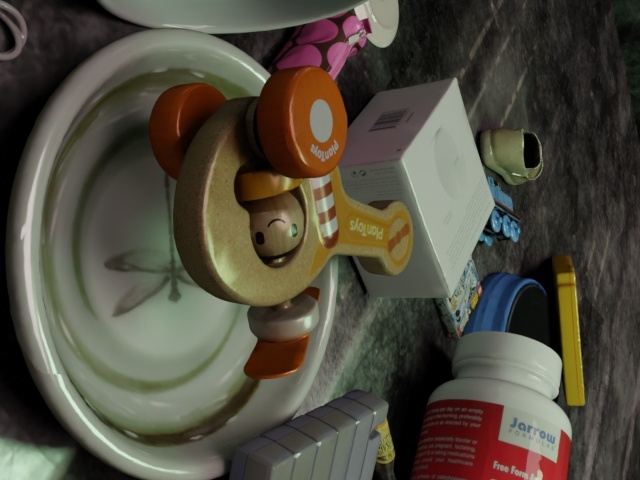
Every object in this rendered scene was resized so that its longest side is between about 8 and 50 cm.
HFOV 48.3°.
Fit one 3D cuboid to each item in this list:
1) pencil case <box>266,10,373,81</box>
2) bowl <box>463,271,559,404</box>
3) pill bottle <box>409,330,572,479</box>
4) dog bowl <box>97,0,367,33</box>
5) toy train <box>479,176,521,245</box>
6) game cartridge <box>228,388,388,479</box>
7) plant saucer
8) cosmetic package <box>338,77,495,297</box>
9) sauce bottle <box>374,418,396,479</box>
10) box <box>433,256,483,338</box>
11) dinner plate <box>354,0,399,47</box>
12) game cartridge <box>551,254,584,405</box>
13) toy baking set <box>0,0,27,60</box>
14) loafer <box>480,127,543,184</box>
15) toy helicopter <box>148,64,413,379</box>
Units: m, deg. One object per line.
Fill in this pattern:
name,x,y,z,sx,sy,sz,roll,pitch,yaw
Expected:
pencil case,-0.014,-0.194,0.849,0.209,0.098,0.095,-66,151,-31
bowl,0.394,0.258,1.435,0.391,0.077,0.390,7,82,-55
pill bottle,0.256,0.359,1.092,0.229,0.229,0.407,47,51,-43
dog bowl,-0.069,-0.270,0.629,0.265,0.265,0.104,-7,91,-56
toy train,0.323,-0.053,1.352,0.184,0.080,0.105,18,67,-54
game cartridge,-0.039,0.345,0.736,0.230,0.068,0.354,-3,108,-53
plant saucer,-0.129,0.013,0.668,0.400,0.101,0.400,5,84,-56
cosmetic package,0.130,-0.072,1.017,0.224,0.138,0.224,-54,129,-43
sauce bottle,0.084,0.294,1.010,0.042,0.042,0.128,-38,118,-50
box,0.247,0.096,1.273,0.137,0.027,0.093,-50,126,-44
dinner plate,0.089,-0.366,1.086,0.141,0.017,0.141,9,79,-54
game cartridge,0.567,0.192,1.633,0.324,0.053,0.285,-23,107,-74
toy baking set,-0.303,-0.146,0.493,0.197,0.030,0.256,36,60,-52
loafer,0.417,-0.173,1.482,0.269,0.092,0.101,3,85,-55
toy helicopter,0.000,0.000,0.655,0.355,0.140,0.234,12,80,-58
